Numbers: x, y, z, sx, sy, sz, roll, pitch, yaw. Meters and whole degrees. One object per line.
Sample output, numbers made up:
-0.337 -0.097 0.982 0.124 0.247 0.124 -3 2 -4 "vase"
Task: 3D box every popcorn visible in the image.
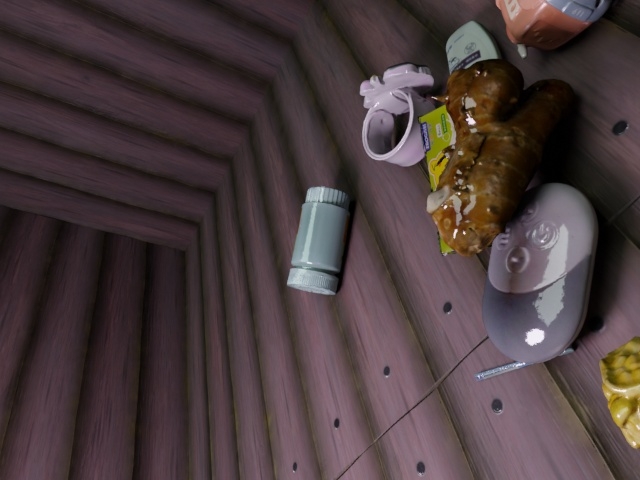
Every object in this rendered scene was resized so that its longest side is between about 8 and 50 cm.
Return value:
0.446 0.193 0.681 0.194 0.140 0.163 -43 -4 -32 "popcorn"

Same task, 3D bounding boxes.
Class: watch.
0.211 -0.331 1.389 0.244 0.196 0.231 -18 67 54 "watch"

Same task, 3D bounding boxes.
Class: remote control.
0.390 0.055 0.930 0.221 0.104 0.331 172 110 -67 "remote control"

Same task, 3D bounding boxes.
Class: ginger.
0.302 -0.176 0.978 0.418 0.254 0.176 -61 -3 -13 "ginger"

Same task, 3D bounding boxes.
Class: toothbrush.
0.373 0.228 0.959 0.219 0.016 0.019 -40 41 46 "toothbrush"

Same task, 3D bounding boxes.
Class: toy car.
0.459 -0.520 1.053 0.212 0.181 0.270 132 143 -56 "toy car"

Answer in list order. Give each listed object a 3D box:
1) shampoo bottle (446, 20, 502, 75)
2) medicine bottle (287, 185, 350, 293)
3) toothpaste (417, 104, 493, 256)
0.375 -0.363 1.211 0.134 0.078 0.359 -37 44 47 "shampoo bottle"
0.000 0.000 1.613 0.158 0.158 0.317 -9 68 60 "medicine bottle"
0.300 -0.136 1.122 0.110 0.077 0.327 -16 81 57 "toothpaste"
